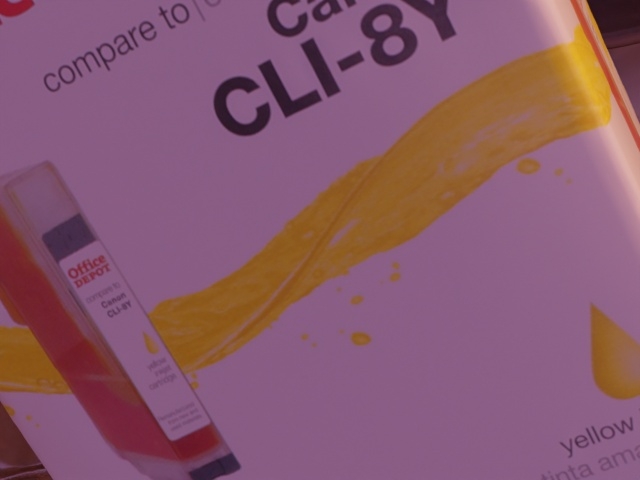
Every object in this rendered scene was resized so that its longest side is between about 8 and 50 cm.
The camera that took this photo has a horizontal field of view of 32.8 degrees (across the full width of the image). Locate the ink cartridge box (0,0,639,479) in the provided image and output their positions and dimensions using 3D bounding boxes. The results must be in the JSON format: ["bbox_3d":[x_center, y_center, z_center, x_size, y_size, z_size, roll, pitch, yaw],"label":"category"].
[{"bbox_3d":[0.000,0.000,0.475,0.279,0.160,0.385,-23,106,21],"label":"ink cartridge box"}]

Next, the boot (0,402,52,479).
[{"bbox_3d":[-0.244,0.099,0.566,0.269,0.089,0.236,-14,87,-8],"label":"boot"}]

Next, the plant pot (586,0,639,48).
[{"bbox_3d":[0.135,-0.269,0.591,0.263,0.263,0.229,9,67,-8],"label":"plant pot"}]
